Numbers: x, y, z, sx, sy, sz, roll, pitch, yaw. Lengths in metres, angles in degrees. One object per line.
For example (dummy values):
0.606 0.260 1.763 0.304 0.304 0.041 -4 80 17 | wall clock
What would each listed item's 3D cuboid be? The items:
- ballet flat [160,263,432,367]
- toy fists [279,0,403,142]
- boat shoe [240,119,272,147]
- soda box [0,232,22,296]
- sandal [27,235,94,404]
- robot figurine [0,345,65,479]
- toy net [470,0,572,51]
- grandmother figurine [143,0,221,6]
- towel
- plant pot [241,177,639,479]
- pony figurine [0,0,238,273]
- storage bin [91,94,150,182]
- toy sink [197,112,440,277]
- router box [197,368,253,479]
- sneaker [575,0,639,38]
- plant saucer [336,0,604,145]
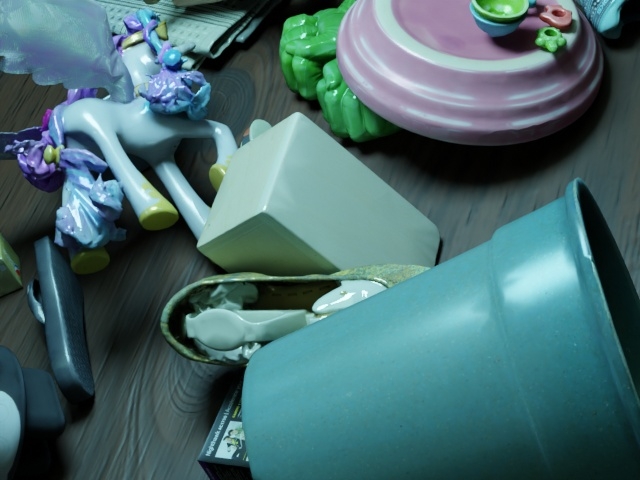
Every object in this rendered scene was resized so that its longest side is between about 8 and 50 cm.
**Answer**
-0.013 0.086 1.364 0.348 0.123 0.123 -1 48 27 | ballet flat
0.038 -0.224 1.733 0.142 0.096 0.279 -33 45 -8 | toy fists
-0.087 -0.096 1.705 0.043 0.049 0.137 -48 28 42 | boat shoe
-0.483 0.058 1.718 0.181 0.061 0.058 -23 44 2 | soda box
-0.324 0.089 1.591 0.054 0.097 0.254 -22 44 3 | sandal
-0.425 0.190 1.434 0.173 0.278 0.209 -4 81 61 | robot figurine
0.248 -0.314 1.599 0.122 0.045 0.232 9 44 6 | toy net
-0.068 -0.379 1.864 0.342 0.104 0.208 4 34 18 | grandmother figurine
-0.181 -0.387 2.032 0.324 0.056 0.312 17 54 38 | towel
0.132 0.163 1.173 0.334 0.341 0.341 -21 43 16 | plant pot
-0.269 -0.137 1.604 0.351 0.303 0.363 -4 55 -30 | pony figurine
-0.290 -0.127 1.789 0.135 0.091 0.098 -33 44 -10 | storage bin
0.000 0.000 1.488 0.131 0.234 0.153 -28 34 43 | toy sink
-0.036 0.179 1.411 0.133 0.046 0.179 3 50 27 | router box
0.461 -0.328 1.658 0.283 0.110 0.122 -19 61 10 | sneaker
0.186 -0.251 1.624 0.332 0.084 0.332 2 45 -2 | plant saucer
